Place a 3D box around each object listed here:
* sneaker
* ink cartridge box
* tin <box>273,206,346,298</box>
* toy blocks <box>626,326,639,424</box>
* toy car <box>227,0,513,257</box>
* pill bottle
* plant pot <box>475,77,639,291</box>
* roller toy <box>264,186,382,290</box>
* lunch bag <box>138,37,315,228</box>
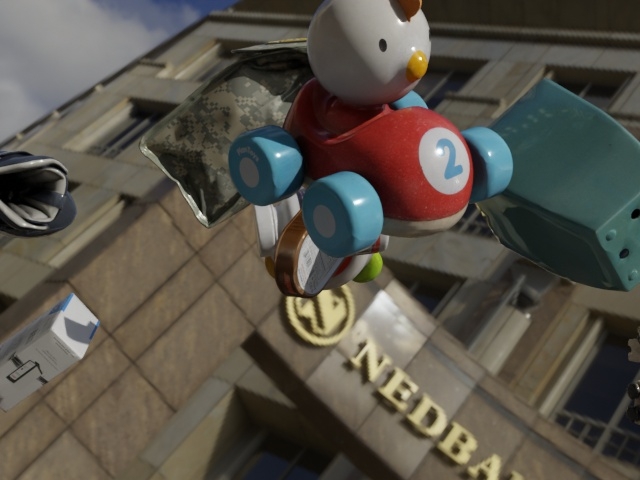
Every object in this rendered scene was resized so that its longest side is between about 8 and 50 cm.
[{"bbox_3d":[-0.315,-0.043,1.038,0.163,0.086,0.226,9,-7,30],"label":"sneaker"},{"bbox_3d":[-0.537,0.213,1.796,0.203,0.148,0.086,-35,-71,16],"label":"ink cartridge box"},{"bbox_3d":[0.000,0.000,1.263,0.040,0.189,0.106,12,-47,27],"label":"tin"},{"bbox_3d":[0.588,0.111,1.162,0.260,0.309,0.288,-174,-96,-70],"label":"toy blocks"},{"bbox_3d":[0.056,-0.142,0.858,0.210,0.219,0.238,34,-48,37],"label":"toy car"},{"bbox_3d":[-0.001,-0.024,1.425,0.108,0.193,0.108,174,-90,-82],"label":"pill bottle"},{"bbox_3d":[0.306,-0.054,1.113,0.166,0.165,0.234,51,-3,-33],"label":"plant pot"},{"bbox_3d":[0.004,-0.013,1.692,0.209,0.146,0.191,5,-73,16],"label":"roller toy"},{"bbox_3d":[-0.067,-0.173,1.256,0.287,0.235,0.169,-38,-86,13],"label":"lunch bag"}]
